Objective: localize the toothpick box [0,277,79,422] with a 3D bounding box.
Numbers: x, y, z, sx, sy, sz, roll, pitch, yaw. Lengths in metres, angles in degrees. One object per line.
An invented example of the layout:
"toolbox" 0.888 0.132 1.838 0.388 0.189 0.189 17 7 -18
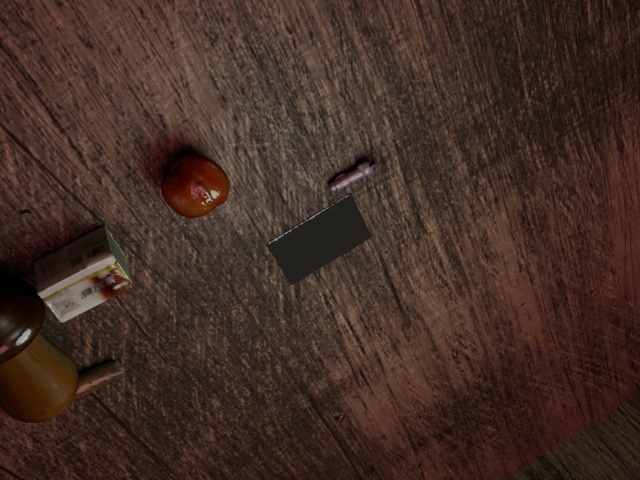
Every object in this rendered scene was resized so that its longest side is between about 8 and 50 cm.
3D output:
"toothpick box" -0.565 0.203 1.344 0.192 0.192 0.294 -24 135 -9

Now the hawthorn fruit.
"hawthorn fruit" -0.231 -0.099 1.337 0.128 0.128 0.128 -13 127 -18

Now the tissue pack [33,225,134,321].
"tissue pack" -0.438 0.063 1.353 0.148 0.106 0.099 -27 130 -5

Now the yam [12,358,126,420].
"yam" -0.525 0.314 1.523 0.241 0.057 0.057 -22 130 -13

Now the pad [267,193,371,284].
"pad" 0.000 0.000 1.590 0.211 0.003 0.143 -31 130 -4

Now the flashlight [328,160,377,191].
"flashlight" 0.066 -0.136 1.508 0.110 0.052 0.031 -28 95 2
